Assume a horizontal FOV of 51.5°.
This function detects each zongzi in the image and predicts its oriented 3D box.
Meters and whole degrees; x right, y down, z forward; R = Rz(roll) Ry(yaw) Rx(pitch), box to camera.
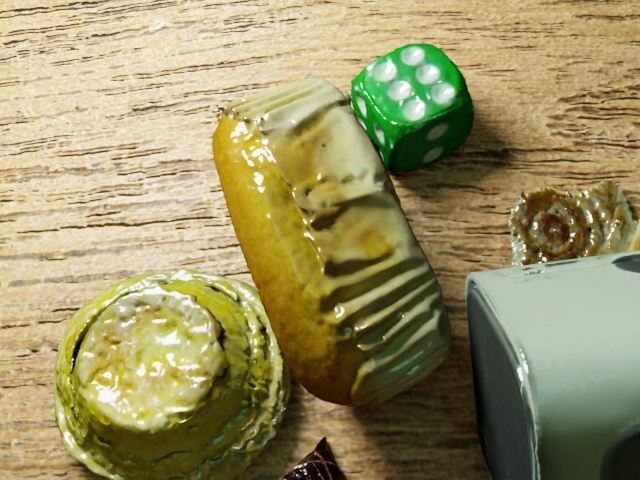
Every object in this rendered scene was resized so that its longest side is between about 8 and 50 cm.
[{"bbox_3d":[0.004,0.265,0.728,0.073,0.067,0.083,35,56,27],"label":"zongzi"}]

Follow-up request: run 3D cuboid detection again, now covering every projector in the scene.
[{"bbox_3d":[0.285,0.154,0.610,0.249,0.248,0.248,-8,109,2],"label":"projector"}]

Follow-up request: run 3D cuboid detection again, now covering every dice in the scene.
[{"bbox_3d":[0.121,-0.176,0.884,0.131,0.120,0.128,-25,66,-4],"label":"dice"}]

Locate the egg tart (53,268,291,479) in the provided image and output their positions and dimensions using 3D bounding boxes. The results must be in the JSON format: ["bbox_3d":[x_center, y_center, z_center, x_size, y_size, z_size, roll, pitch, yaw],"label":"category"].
[{"bbox_3d":[-0.181,0.146,0.765,0.294,0.123,0.294,-3,64,7],"label":"egg tart"}]

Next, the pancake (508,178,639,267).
[{"bbox_3d":[0.338,0.033,0.797,0.212,0.056,0.257,1,65,7],"label":"pancake"}]

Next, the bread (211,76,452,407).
[{"bbox_3d":[-0.002,-0.007,0.754,0.183,0.236,0.389,-23,65,-6],"label":"bread"}]
